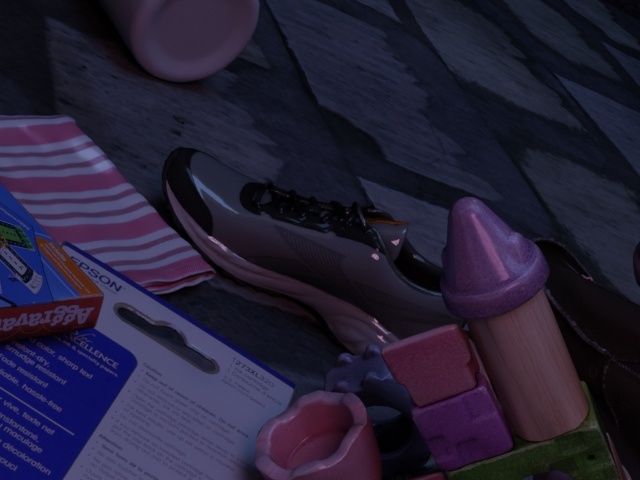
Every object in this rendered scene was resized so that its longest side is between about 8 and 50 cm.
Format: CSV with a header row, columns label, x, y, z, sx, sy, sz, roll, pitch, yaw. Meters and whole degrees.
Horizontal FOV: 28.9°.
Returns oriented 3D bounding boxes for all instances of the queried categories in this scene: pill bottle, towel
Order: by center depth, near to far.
label,x,y,z,sx,sy,sz,roll,pitch,yaw
towel,-0.179,-0.031,0.895,0.197,0.029,0.144,45,26,21
pill bottle,-0.163,-0.270,1.216,0.131,0.131,0.229,10,35,-43

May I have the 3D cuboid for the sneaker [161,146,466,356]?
label,x,y,z,sx,sy,sz,roll,pitch,yaw
sneaker,0.000,0.000,0.974,0.271,0.108,0.100,32,27,-4

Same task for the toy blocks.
label,x,y,z,sx,sy,sz,roll,pitch,yaw
toy blocks,0.099,0.081,0.656,0.309,0.289,0.260,-86,152,-61

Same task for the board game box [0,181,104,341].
label,x,y,z,sx,sy,sz,roll,pitch,yaw
board game box,-0.258,-0.029,0.714,0.145,0.027,0.281,-7,37,-42

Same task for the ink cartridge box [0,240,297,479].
label,x,y,z,sx,sy,sz,roll,pitch,yaw
ink cartridge box,-0.132,0.136,0.617,0.176,0.069,0.371,33,27,-4

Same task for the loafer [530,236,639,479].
label,x,y,z,sx,sy,sz,roll,pitch,yaw
loafer,0.289,0.114,1.103,0.134,0.130,0.366,10,34,-42
